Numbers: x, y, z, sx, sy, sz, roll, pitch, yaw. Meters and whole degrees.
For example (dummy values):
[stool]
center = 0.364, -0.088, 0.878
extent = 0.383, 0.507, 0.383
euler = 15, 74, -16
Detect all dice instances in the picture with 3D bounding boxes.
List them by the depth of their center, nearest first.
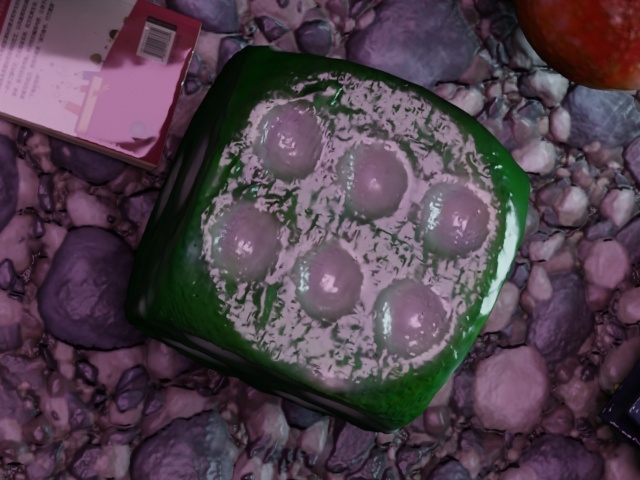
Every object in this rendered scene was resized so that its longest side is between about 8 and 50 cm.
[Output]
[dice]
center = 0.000, 0.000, 1.728
extent = 0.297, 0.300, 0.287
euler = 27, 79, -12

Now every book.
[book]
center = -0.247, -0.180, 1.821
extent = 0.232, 0.022, 0.162
euler = 19, 76, -12

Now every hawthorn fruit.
[hawthorn fruit]
center = 0.326, -0.284, 1.883
extent = 0.284, 0.284, 0.284
euler = 2, 83, -15

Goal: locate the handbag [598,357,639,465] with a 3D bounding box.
[handbag]
center = 0.481, 0.176, 1.934
extent = 0.303, 0.122, 0.329
euler = 44, 74, -8
